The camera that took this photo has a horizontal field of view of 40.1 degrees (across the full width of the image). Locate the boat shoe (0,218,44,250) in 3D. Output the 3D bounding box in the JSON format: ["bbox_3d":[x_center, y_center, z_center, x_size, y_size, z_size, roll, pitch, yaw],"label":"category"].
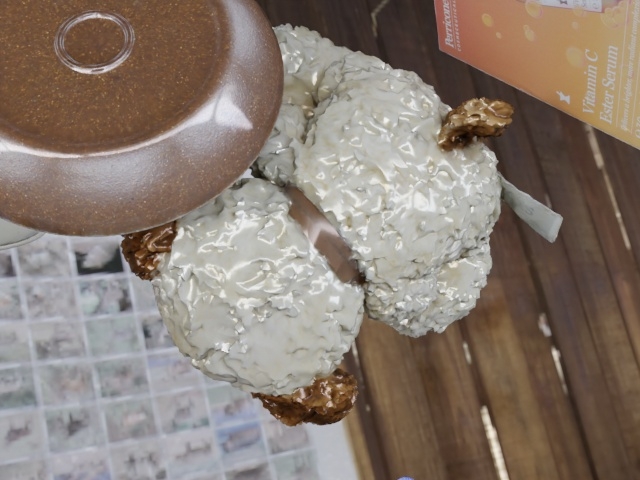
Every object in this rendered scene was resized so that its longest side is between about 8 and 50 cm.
[{"bbox_3d":[-0.471,-0.056,0.983,0.324,0.097,0.117,3,134,-22],"label":"boat shoe"}]

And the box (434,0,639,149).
[{"bbox_3d":[0.154,-0.153,0.511,0.091,0.170,0.130,-40,142,-18],"label":"box"}]

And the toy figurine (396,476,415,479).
[{"bbox_3d":[0.092,0.333,0.915,0.362,0.217,0.191,-24,127,32],"label":"toy figurine"}]

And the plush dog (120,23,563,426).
[{"bbox_3d":[0.000,0.000,0.560,0.225,0.262,0.210,-43,-167,-14],"label":"plush dog"}]

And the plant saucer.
[{"bbox_3d":[-0.119,-0.098,0.472,0.198,0.199,0.036,-11,155,-7],"label":"plant saucer"}]
